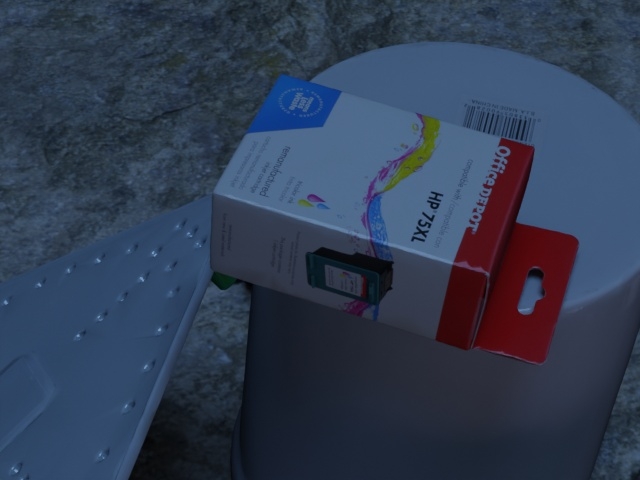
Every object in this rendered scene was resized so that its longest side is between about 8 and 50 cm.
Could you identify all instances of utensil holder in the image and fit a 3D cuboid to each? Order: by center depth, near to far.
[{"bbox_3d":[0.095,0.079,1.196,0.327,0.385,0.328,3,46,-3],"label":"utensil holder"}]

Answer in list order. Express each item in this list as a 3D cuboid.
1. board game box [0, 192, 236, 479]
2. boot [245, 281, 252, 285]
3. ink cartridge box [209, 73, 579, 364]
[{"bbox_3d":[-0.248,0.157,1.154,0.390,0.050,0.390,-21,33,33],"label":"board game box"},{"bbox_3d":[0.000,0.000,1.495,0.246,0.083,0.161,13,52,14],"label":"boot"},{"bbox_3d":[0.057,-0.015,0.958,0.231,0.078,0.134,16,46,9],"label":"ink cartridge box"}]
